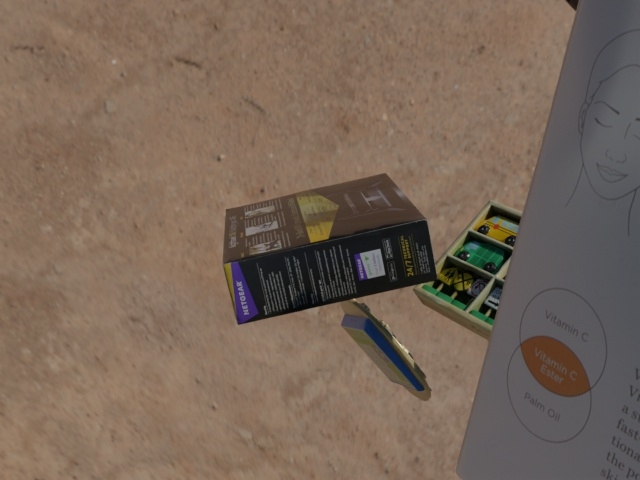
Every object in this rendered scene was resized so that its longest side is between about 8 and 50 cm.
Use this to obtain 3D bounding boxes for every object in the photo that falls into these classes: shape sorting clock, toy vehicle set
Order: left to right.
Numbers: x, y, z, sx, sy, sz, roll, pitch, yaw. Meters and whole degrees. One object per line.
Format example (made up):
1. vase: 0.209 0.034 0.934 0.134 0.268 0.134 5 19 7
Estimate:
1. shape sorting clock: 0.102 0.168 1.441 0.040 0.206 0.206 -43 73 -11
2. toy vehicle set: 0.261 0.058 1.128 0.166 0.035 0.266 -49 42 -13

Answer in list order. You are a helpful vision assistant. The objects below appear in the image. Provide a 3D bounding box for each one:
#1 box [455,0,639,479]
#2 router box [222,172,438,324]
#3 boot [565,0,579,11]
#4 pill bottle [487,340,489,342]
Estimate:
1. box: 0.221 -0.006 0.385 0.168 0.346 0.215 -6 27 -37
2. router box: 0.000 0.000 1.200 0.242 0.309 0.081 -12 105 -1
3. boot: 0.253 -0.418 1.122 0.377 0.138 0.284 5 44 -32
4. pill bottle: 0.295 0.124 1.308 0.124 0.124 0.222 -20 100 -9
